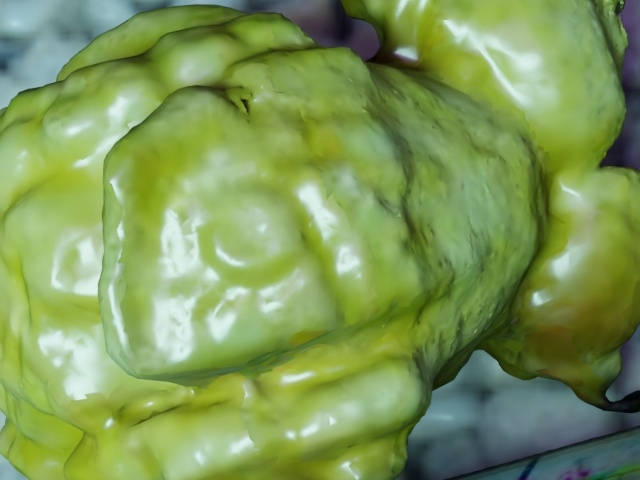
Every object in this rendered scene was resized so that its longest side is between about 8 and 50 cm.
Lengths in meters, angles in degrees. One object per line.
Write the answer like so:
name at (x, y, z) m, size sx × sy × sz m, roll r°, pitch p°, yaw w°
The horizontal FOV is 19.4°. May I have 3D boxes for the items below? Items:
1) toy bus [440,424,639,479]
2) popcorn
toy bus at (-0.002, 0.121, 0.485) m, size 0.261 × 0.109 × 0.091 m, roll -18°, pitch 108°, yaw 29°
popcorn at (-0.005, 0.006, 0.530) m, size 0.195 × 0.168 × 0.173 m, roll -21°, pitch 69°, yaw -33°
